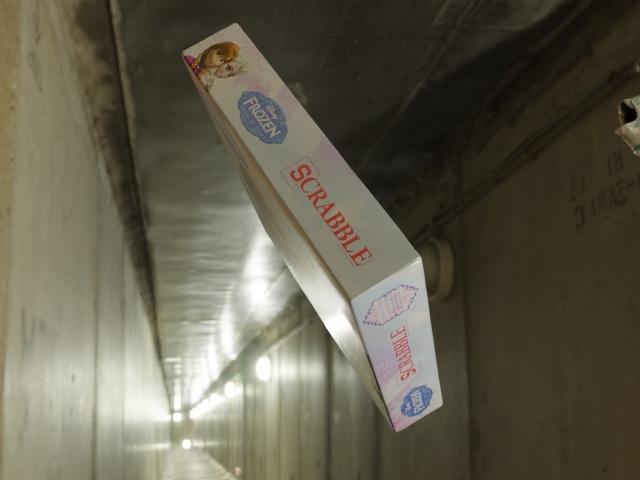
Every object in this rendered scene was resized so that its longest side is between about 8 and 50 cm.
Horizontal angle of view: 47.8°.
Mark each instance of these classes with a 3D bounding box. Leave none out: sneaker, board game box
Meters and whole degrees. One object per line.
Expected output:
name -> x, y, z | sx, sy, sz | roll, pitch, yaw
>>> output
sneaker -> 0.587, -0.244, 1.311 | 0.083, 0.191, 0.071 | 34, 149, -3
board game box -> 0.000, 0.000, 0.719 | 0.066, 0.319, 0.318 | -31, 146, -7
